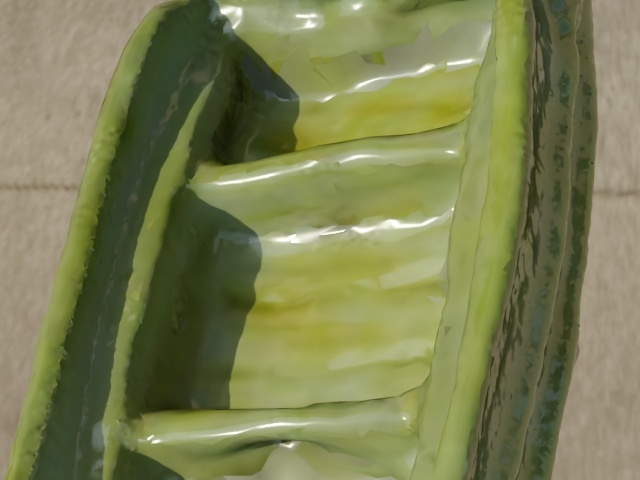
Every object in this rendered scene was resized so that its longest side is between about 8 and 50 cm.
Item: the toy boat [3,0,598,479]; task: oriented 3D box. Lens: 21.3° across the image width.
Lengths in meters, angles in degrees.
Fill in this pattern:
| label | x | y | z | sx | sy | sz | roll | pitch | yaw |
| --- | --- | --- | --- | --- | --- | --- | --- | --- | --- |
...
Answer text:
| label | x | y | z | sx | sy | sz | roll | pitch | yaw |
| --- | --- | --- | --- | --- | --- | --- | --- | --- | --- |
| toy boat | 0.003 | 0.002 | 0.374 | 0.111 | 0.276 | 0.084 | -5 | 148 | 23 |
